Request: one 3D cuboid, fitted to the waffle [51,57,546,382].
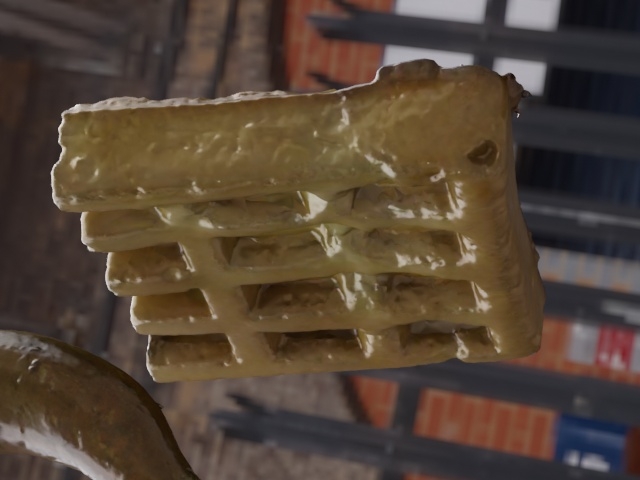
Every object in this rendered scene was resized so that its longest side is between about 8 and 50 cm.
[{"bbox_3d":[0.000,0.000,1.328,0.348,0.304,0.077,69,-160,-62],"label":"waffle"}]

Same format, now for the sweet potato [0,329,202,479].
[{"bbox_3d":[-0.173,0.106,1.117,0.079,0.346,0.108,84,-159,-65],"label":"sweet potato"}]
